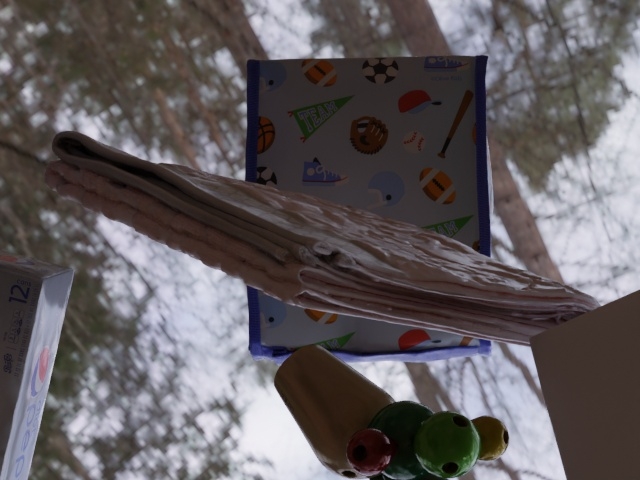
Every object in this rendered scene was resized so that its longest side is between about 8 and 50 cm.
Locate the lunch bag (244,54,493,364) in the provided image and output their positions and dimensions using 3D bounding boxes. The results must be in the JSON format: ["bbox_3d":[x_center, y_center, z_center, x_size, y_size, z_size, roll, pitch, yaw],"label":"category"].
[{"bbox_3d":[0.064,-0.029,1.862,0.327,0.239,0.385,-2,-106,5],"label":"lunch bag"}]

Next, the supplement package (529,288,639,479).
[{"bbox_3d":[0.263,0.160,0.950,0.149,0.203,0.194,-25,-136,17],"label":"supplement package"}]

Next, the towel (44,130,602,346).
[{"bbox_3d":[0.000,0.000,1.062,0.332,0.317,0.053,23,-82,47],"label":"towel"}]

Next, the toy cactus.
[{"bbox_3d":[0.037,0.130,0.705,0.112,0.219,0.180,-40,-121,-8],"label":"toy cactus"}]

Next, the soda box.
[{"bbox_3d":[-0.301,0.155,1.248,0.091,0.098,0.286,14,-84,5],"label":"soda box"}]
